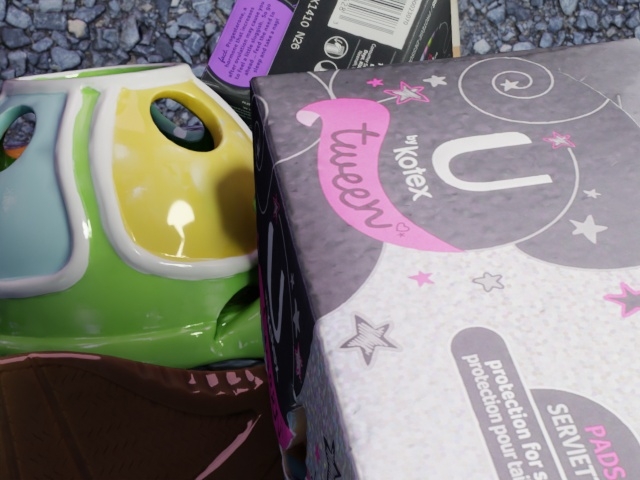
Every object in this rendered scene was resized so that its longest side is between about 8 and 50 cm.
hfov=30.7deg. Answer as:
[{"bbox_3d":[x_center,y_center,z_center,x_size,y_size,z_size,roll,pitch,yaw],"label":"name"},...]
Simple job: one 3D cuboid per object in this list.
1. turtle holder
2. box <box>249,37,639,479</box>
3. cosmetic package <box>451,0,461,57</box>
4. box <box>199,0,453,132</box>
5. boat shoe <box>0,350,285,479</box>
[{"bbox_3d":[-0.134,-0.006,0.819,0.243,0.227,0.320,-10,12,-24],"label":"turtle holder"},{"bbox_3d":[0.069,0.056,0.398,0.163,0.142,0.247,-7,41,-8],"label":"box"},{"bbox_3d":[0.059,-0.143,1.232,0.153,0.296,0.129,-16,16,-36],"label":"cosmetic package"},{"bbox_3d":[0.020,-0.127,0.984,0.143,0.165,0.270,21,-11,13],"label":"box"},{"bbox_3d":[-0.066,0.119,0.526,0.341,0.121,0.110,-4,-28,-19],"label":"boat shoe"}]
